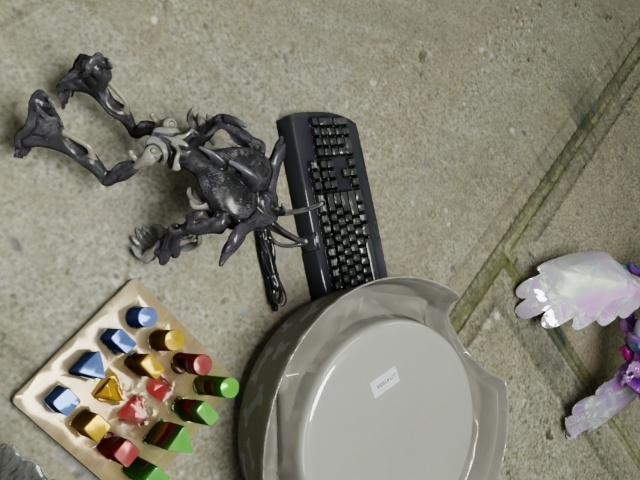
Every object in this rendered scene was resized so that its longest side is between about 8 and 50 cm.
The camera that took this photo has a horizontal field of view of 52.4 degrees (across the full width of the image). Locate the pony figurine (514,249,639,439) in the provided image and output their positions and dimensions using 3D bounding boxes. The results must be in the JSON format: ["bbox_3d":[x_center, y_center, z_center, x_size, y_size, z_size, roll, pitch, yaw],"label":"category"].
[{"bbox_3d":[0.524,0.139,0.994,0.350,0.363,0.303,-24,105,-19],"label":"pony figurine"}]

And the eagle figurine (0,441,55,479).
[{"bbox_3d":[-0.285,0.307,0.420,0.225,0.226,0.298,11,119,1],"label":"eagle figurine"}]

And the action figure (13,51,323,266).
[{"bbox_3d":[-0.140,-0.067,0.645,0.275,0.141,0.164,30,64,-11],"label":"action figure"}]

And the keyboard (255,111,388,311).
[{"bbox_3d":[0.000,0.000,0.797,0.201,0.033,0.317,-12,89,-36],"label":"keyboard"}]

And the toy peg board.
[{"bbox_3d":[-0.170,0.145,0.625,0.161,0.079,0.161,51,58,-19],"label":"toy peg board"}]

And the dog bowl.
[{"bbox_3d":[0.062,0.211,0.742,0.348,0.102,0.349,0,90,-35],"label":"dog bowl"}]
